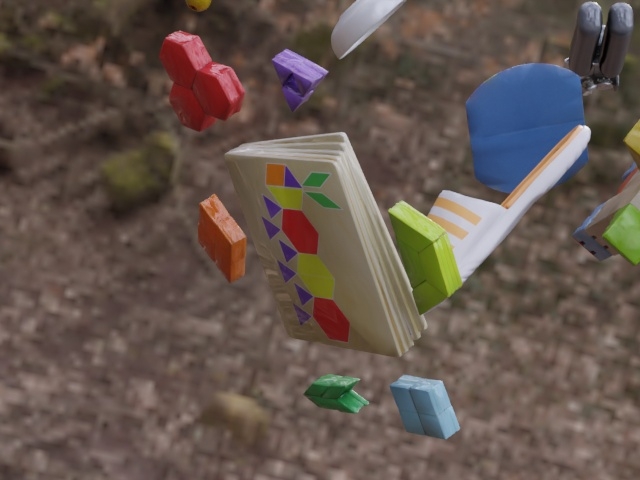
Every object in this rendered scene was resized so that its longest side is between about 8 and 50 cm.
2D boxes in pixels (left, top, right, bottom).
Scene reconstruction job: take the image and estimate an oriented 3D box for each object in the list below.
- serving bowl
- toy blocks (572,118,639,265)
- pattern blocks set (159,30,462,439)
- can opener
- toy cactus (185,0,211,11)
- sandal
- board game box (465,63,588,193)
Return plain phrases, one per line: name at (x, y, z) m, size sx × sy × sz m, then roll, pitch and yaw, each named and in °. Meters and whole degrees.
serving bowl at (0.038, -0.191, 1.649) m, size 0.027 × 0.083 × 0.083 m, roll 47°, pitch 11°, yaw -1°
toy blocks at (0.439, -0.097, 2.231) m, size 0.191 × 0.381 × 0.261 m, roll 41°, pitch -11°, yaw 0°
pattern blocks set at (0.000, 0.000, 1.497) m, size 0.026 × 0.324 × 0.285 m, roll -34°, pitch 34°, yaw -34°
can opener at (0.341, -0.244, 2.417) m, size 0.074 × 0.093 × 0.280 m, roll 0°, pitch -10°, yaw 4°
toy cactus at (-0.052, -0.284, 1.527) m, size 0.219 × 0.180 × 0.112 m, roll -21°, pitch 29°, yaw -22°
sandal at (0.156, -0.031, 1.918) m, size 0.076 × 0.265 × 0.102 m, roll 43°, pitch -9°, yaw 1°
board game box at (0.234, -0.133, 2.227) m, size 0.133 × 0.168 × 0.033 m, roll -11°, pitch 32°, yaw 0°
